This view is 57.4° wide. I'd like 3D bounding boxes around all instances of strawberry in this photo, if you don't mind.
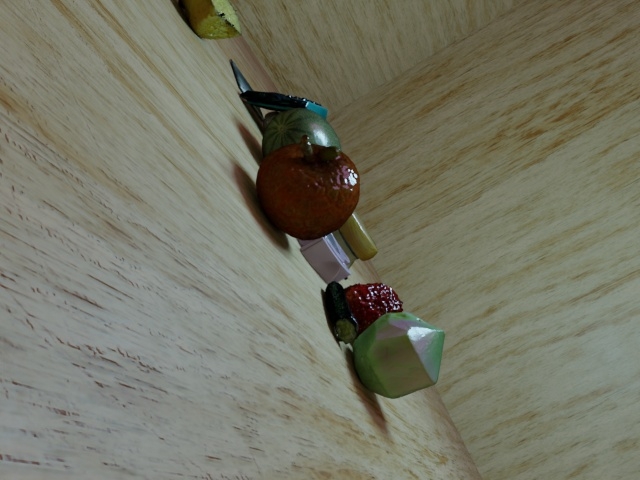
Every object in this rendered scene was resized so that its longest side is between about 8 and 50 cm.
[{"bbox_3d":[0.139,0.194,1.631,0.201,0.187,0.184,40,-19,-26],"label":"strawberry"}]

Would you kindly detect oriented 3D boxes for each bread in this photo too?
[{"bbox_3d":[-0.364,-0.734,1.873,0.260,0.147,0.160,-31,100,-79],"label":"bread"}]

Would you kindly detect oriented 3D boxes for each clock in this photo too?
[{"bbox_3d":[0.000,0.000,1.768,0.290,0.080,0.275,53,10,-49],"label":"clock"}]

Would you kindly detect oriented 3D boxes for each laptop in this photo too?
[{"bbox_3d":[-0.291,-0.599,2.333,0.188,0.015,0.269,54,10,-42],"label":"laptop"}]

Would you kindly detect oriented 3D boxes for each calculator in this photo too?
[{"bbox_3d":[-0.122,-0.500,2.146,0.248,0.273,0.058,-16,118,-69],"label":"calculator"}]

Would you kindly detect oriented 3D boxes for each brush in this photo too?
[{"bbox_3d":[0.065,-0.024,1.967,0.267,0.166,0.174,58,9,-21],"label":"brush"}]

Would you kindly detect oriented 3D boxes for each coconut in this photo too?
[{"bbox_3d":[0.200,0.277,1.444,0.205,0.235,0.236,67,9,26],"label":"coconut"}]

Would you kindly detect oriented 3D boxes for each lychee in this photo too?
[{"bbox_3d":[-0.030,-0.130,1.401,0.255,0.255,0.300,-110,-157,-53],"label":"lychee"}]

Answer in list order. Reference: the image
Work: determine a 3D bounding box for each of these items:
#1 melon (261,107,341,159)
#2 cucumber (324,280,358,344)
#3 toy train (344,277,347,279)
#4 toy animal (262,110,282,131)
[{"bbox_3d":[-0.059,-0.276,1.796,0.238,0.237,0.302,64,8,25],"label":"melon"},{"bbox_3d":[0.044,0.168,1.503,0.067,0.067,0.245,57,6,-27],"label":"cucumber"},{"bbox_3d":[0.075,0.106,2.121,0.083,0.017,0.017,61,9,5],"label":"toy train"},{"bbox_3d":[-0.065,-0.355,2.167,0.358,0.188,0.226,27,9,-3],"label":"toy animal"}]
